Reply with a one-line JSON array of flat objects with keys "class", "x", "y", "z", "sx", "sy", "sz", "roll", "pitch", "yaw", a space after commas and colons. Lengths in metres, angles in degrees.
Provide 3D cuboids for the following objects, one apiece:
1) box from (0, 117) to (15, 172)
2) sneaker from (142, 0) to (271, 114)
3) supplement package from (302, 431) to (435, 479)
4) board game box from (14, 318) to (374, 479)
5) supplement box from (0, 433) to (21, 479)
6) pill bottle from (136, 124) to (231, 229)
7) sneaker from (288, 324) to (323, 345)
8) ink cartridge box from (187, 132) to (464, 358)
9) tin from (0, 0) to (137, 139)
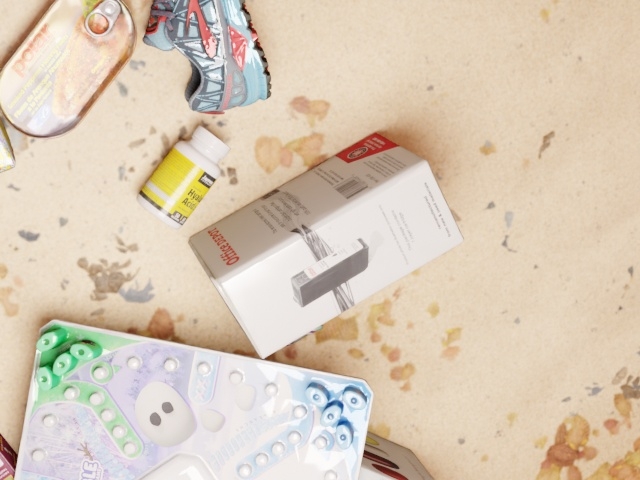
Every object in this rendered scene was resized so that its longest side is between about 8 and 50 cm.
[{"class": "box", "x": -0.502, "y": -0.170, "z": 1.298, "sx": 0.279, "sy": 0.177, "sz": 0.290, "roll": -22, "pitch": 108, "yaw": -10}, {"class": "sneaker", "x": -0.148, "y": -0.262, "z": 1.418, "sx": 0.125, "sy": 0.104, "sz": 0.262, "roll": -22, "pitch": 106, "yaw": -5}, {"class": "supplement package", "x": 0.026, "y": 0.320, "z": 1.564, "sx": 0.203, "sy": 0.194, "sz": 0.149, "roll": 26, "pitch": 95, "yaw": -21}, {"class": "board game box", "x": -0.164, "y": 0.316, "z": 1.426, "sx": 0.390, "sy": 0.050, "sz": 0.390, "roll": 11, "pitch": 94, "yaw": 3}, {"class": "supplement box", "x": -0.384, "y": 0.324, "z": 1.506, "sx": 0.104, "sy": 0.081, "sz": 0.188, "roll": -34, "pitch": 110, "yaw": -7}, {"class": "pill bottle", "x": -0.158, "y": -0.076, "z": 1.481, "sx": 0.065, "sy": 0.065, "sz": 0.116, "roll": 36, "pitch": 92, "yaw": -21}, {"class": "sneaker", "x": -0.038, "y": 0.107, "z": 1.554, "sx": 0.069, "sy": 0.038, "sz": 0.098, "roll": -33, "pitch": 154, "yaw": 1}, {"class": "ink cartridge box", "x": 0.000, "y": 0.000, "z": 1.475, "sx": 0.273, "sy": 0.197, "sz": 0.114, "roll": -29, "pitch": 110, "yaw": -7}, {"class": "tin", "x": -0.289, "y": -0.203, "z": 1.427, "sx": 0.106, "sy": 0.040, "sz": 0.190, "roll": 39, "pitch": 91, "yaw": -25}]
